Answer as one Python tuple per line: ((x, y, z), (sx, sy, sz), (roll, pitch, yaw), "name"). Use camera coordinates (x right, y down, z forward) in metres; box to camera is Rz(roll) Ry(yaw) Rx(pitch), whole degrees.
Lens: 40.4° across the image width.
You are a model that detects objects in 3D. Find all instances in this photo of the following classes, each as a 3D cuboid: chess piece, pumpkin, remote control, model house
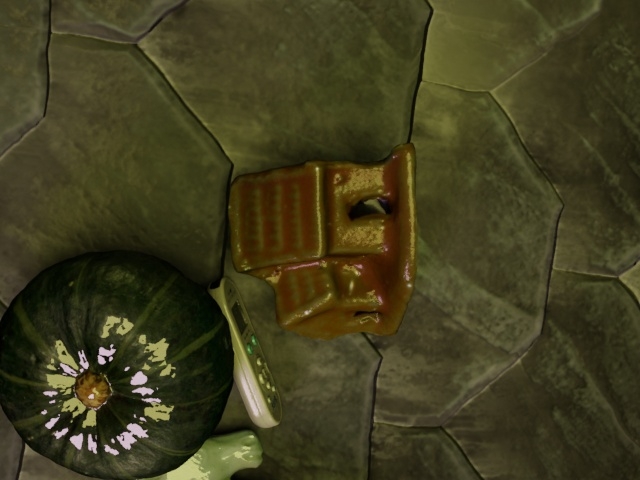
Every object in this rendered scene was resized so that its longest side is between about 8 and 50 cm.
((-0.119, 0.385, 1.203), (0.175, 0.176, 0.298), (-34, 90, -5), "chess piece")
((-0.257, 0.152, 1.095), (0.300, 0.207, 0.300), (2, 109, 5), "pumpkin")
((-0.106, 0.156, 1.193), (0.042, 0.078, 0.221), (-19, 102, 12), "remote control")
((0.001, 0.011, 1.143), (0.239, 0.173, 0.268), (-4, 96, -11), "model house")
